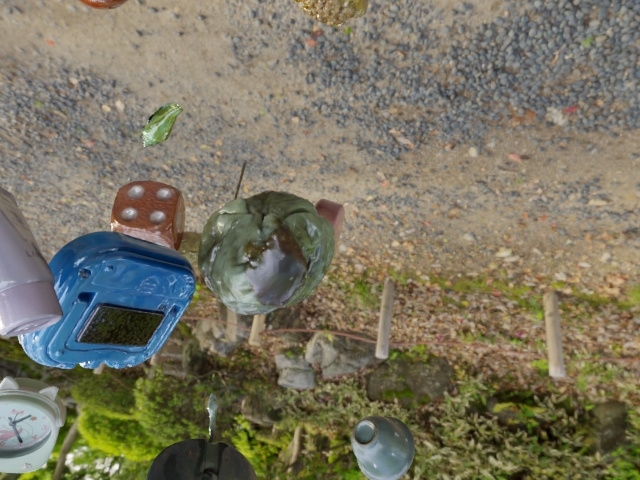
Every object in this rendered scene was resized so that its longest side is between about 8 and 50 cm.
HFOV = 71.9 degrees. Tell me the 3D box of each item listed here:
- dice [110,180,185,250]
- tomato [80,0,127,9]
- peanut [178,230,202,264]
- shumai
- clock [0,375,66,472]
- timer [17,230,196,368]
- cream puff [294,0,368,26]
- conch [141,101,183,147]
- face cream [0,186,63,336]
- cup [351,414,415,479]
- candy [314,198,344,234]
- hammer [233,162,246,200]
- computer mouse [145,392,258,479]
[{"bbox_3d":[-0.503,-0.061,1.301,0.179,0.173,0.175,7,152,-9],"label":"dice"},{"bbox_3d":[-0.572,-0.746,1.126,0.265,0.264,0.265,9,157,4],"label":"tomato"},{"bbox_3d":[-0.498,0.057,1.440,0.130,0.290,0.130,37,147,30],"label":"peanut"},{"bbox_3d":[-0.131,0.020,0.930,0.304,0.309,0.263,33,178,0],"label":"shumai"},{"bbox_3d":[-0.888,0.521,1.281,0.265,0.324,0.108,27,-166,-27],"label":"clock"},{"bbox_3d":[-0.448,0.145,0.978,0.115,0.309,0.340,36,-176,32],"label":"timer"},{"bbox_3d":[0.005,-0.793,1.278,0.231,0.326,0.343,-13,168,17],"label":"cream puff"},{"bbox_3d":[-0.526,-0.376,1.439,0.201,0.095,0.079,-46,154,12],"label":"conch"},{"bbox_3d":[-0.518,0.018,0.737,0.096,0.273,0.154,-23,170,-9],"label":"face cream"},{"bbox_3d":[0.167,0.610,1.344,0.199,0.199,0.150,-7,137,35],"label":"cup"},{"bbox_3d":[0.000,0.000,1.338,0.095,0.255,0.255,17,158,6],"label":"candy"},{"bbox_3d":[-0.322,-0.185,1.707,0.029,0.292,0.058,3,150,10],"label":"hammer"},{"bbox_3d":[-0.154,0.352,0.547,0.167,0.379,0.090,18,127,-19],"label":"computer mouse"}]
